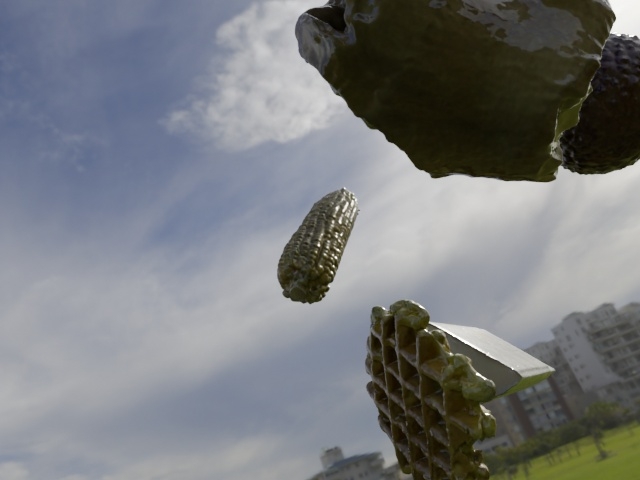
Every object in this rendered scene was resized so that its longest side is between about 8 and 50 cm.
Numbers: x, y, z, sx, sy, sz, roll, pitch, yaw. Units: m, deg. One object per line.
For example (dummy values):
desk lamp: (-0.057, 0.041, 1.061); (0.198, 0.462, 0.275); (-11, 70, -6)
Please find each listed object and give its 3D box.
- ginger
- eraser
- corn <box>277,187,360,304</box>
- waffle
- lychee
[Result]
ginger: (0.116, -0.164, 0.505); (0.221, 0.275, 0.130); (-38, 13, 25)
eraser: (0.295, 0.221, 1.104); (0.397, 0.213, 0.082); (19, -81, -59)
corn: (0.000, 0.000, 0.914); (0.086, 0.086, 0.288); (-36, 14, 30)
waffle: (0.134, 0.220, 0.761); (0.058, 0.281, 0.300); (-19, -43, -19)
lychee: (0.512, -0.245, 1.076); (0.261, 0.260, 0.260); (-17, -25, -8)
